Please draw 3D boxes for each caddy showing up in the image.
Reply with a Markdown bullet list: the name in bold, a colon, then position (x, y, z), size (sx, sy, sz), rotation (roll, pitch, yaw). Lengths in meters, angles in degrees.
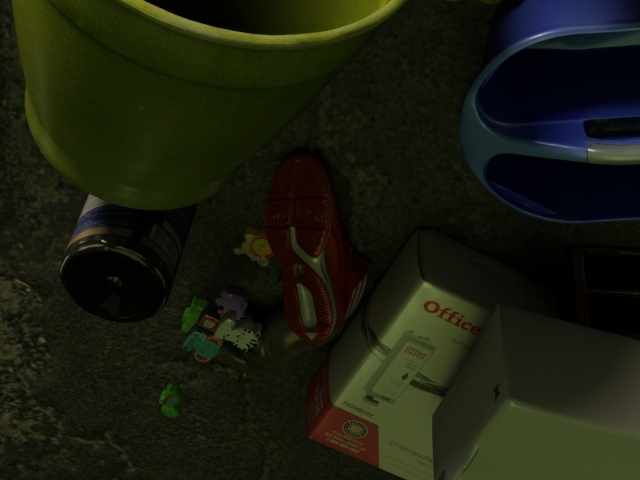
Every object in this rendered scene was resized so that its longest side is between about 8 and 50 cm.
- **caddy**: position (0.311, -0.134, 1.229), size (0.341, 0.179, 0.241), rotation (-3, 130, 12)

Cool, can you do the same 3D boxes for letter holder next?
- **letter holder**: position (0.403, 0.169, 1.510), size (0.214, 0.152, 0.302), rotation (2, 132, 6)

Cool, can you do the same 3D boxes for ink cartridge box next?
- **ink cartridge box**: position (0.137, 0.154, 1.529), size (0.207, 0.117, 0.283), rotation (25, 121, -13)

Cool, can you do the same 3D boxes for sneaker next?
- **sneaker**: position (0.000, 0.000, 1.480), size (0.087, 0.128, 0.221), rotation (4, 102, 23)

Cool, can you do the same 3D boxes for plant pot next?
- **plant pot**: position (-0.132, -0.214, 1.149), size (0.366, 0.367, 0.353), rotation (20, 143, -9)

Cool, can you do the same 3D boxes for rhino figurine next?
- **rhino figurine**: position (-0.068, 0.126, 1.602), size (0.106, 0.073, 0.243), rotation (40, 128, -21)

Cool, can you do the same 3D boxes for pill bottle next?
- **pill bottle**: position (-0.207, -0.024, 1.389), size (0.122, 0.219, 0.123), rotation (5, 132, 6)

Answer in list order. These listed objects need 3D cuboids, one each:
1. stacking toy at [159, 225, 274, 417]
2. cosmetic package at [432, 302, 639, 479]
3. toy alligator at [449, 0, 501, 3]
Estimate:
- **stacking toy**: position (-0.126, 0.105, 1.528), size (0.052, 0.167, 0.221), rotation (28, 130, -15)
- **cosmetic package**: position (0.336, 0.233, 1.372), size (0.384, 0.156, 0.217), rotation (18, 131, -10)
- **toy alligator**: position (0.126, -0.264, 1.228), size (0.189, 0.051, 0.056), rotation (5, 132, 5)
